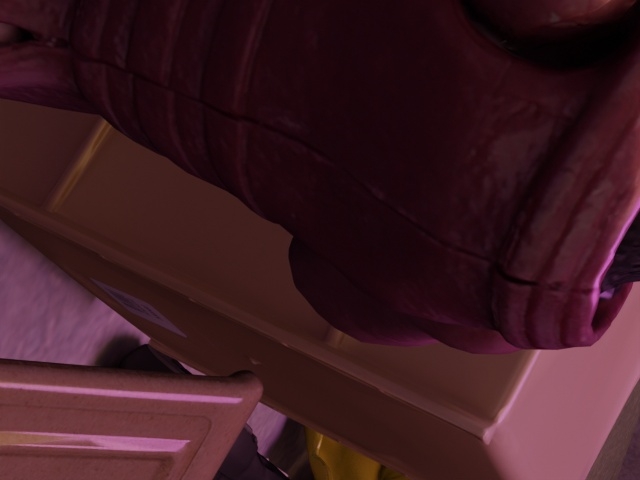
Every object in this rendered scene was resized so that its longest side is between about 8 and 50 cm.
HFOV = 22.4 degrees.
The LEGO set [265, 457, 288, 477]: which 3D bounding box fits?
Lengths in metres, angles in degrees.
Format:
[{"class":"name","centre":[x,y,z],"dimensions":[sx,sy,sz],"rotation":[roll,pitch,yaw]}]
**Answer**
[{"class":"LEGO set","centre":[-0.075,0.250,1.027],"dimensions":[0.244,0.060,0.182],"rotation":[-20,107,-48]}]

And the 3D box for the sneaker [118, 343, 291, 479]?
[{"class":"sneaker","centre":[-0.069,0.156,0.928],"dimensions":[0.106,0.101,0.267],"rotation":[-49,141,-10]}]

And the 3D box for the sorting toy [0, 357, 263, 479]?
[{"class":"sorting toy","centre":[-0.163,0.152,0.463],"dimensions":[0.229,0.041,0.307],"rotation":[7,119,-51]}]

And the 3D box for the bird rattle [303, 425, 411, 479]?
[{"class":"bird rattle","centre":[0.014,0.239,1.218],"dimensions":[0.207,0.143,0.254],"rotation":[-55,169,-77]}]

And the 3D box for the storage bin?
[{"class":"storage bin","centre":[0.000,0.000,0.661],"dimensions":[0.123,0.260,0.262],"rotation":[-61,161,-10]}]

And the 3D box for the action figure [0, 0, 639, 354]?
[{"class":"action figure","centre":[-0.019,-0.069,0.362],"dimensions":[0.275,0.370,0.248],"rotation":[-41,147,-42]}]
